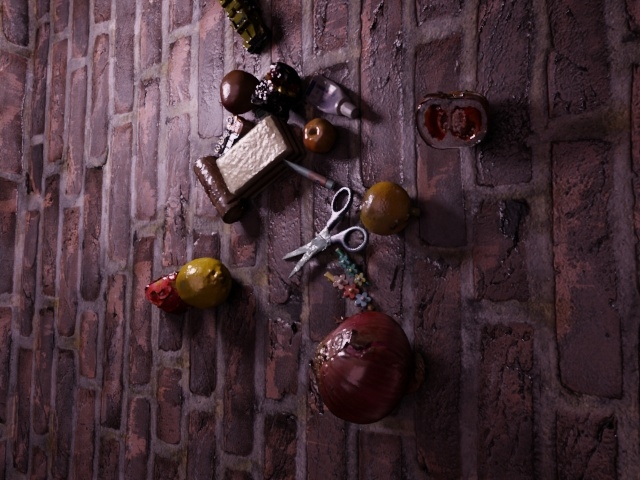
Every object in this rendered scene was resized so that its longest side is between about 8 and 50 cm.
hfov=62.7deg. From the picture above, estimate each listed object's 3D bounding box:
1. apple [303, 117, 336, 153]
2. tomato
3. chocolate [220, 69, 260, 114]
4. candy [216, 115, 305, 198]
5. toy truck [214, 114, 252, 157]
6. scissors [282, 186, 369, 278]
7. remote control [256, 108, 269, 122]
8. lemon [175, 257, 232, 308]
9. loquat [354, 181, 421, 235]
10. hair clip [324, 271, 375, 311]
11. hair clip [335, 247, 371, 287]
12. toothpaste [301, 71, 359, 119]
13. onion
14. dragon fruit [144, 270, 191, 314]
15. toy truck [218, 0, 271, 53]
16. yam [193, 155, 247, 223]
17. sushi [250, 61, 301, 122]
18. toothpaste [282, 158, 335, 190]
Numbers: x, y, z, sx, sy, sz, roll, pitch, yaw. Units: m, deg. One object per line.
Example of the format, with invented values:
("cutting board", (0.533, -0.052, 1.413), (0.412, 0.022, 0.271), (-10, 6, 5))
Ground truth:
("apple", (-0.006, -0.370, 1.855), (0.126, 0.102, 0.126), (-4, 83, 34))
("tomato", (0.403, -0.373, 1.550), (0.214, 0.155, 0.181), (11, 127, 28))
("chocolate", (-0.317, -0.572, 2.040), (0.176, 0.176, 0.177), (-3, 84, 33))
("candy", (-0.230, -0.308, 1.981), (0.320, 0.135, 0.179), (-35, 70, 27))
("toy truck", (-0.343, -0.398, 2.093), (0.092, 0.083, 0.192), (34, 106, 31))
("scissors", (0.000, 0.000, 1.847), (0.383, 0.029, 0.256), (-37, 53, 31))
("remote control", (-0.216, -0.464, 2.052), (0.053, 0.018, 0.124), (-26, 73, 28))
("lemon", (-0.453, 0.167, 2.048), (0.260, 0.204, 0.204), (-13, 79, 44))
("loquat", (0.215, -0.099, 1.661), (0.204, 0.149, 0.172), (11, 91, 19))
("hair clip", (0.097, 0.167, 1.771), (0.214, 0.056, 0.062), (34, 72, 31))
("hair clip", (0.105, 0.096, 1.778), (0.049, 0.049, 0.173), (-49, 66, 21))
("toothpaste", (0.036, -0.502, 1.870), (0.099, 0.068, 0.282), (-41, 51, -9))
("onion", (0.122, 0.373, 1.589), (0.353, 0.353, 0.354), (-3, 84, 33))
("dragon fruit", (-0.611, 0.221, 2.193), (0.261, 0.163, 0.189), (-37, 95, 25))
("toy truck", (-0.302, -0.871, 2.083), (0.127, 0.127, 0.257), (-37, 71, 24))
("yam", (-0.394, -0.206, 2.088), (0.131, 0.131, 0.280), (-44, 66, 23))
("sushi", (-0.148, -0.565, 1.929), (0.150, 0.153, 0.172), (-52, 21, 35))
("toothpaste", (-0.044, -0.237, 1.871), (0.205, 0.056, 0.036), (27, 74, 13))
